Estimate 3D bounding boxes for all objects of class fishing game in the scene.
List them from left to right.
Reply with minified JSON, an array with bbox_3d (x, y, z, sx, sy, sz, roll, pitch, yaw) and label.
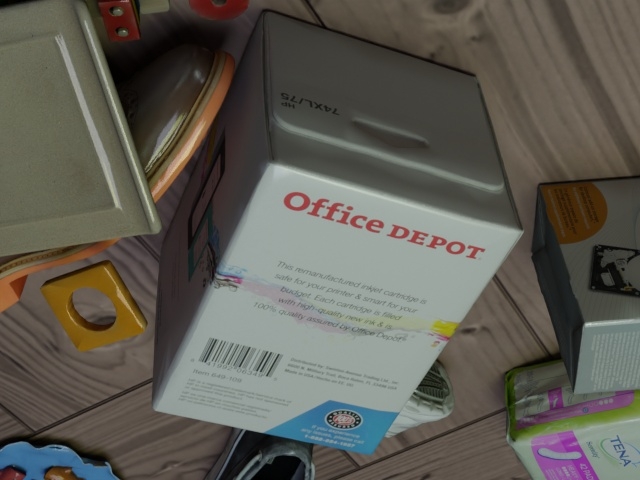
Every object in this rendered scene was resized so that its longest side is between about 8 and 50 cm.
[{"bbox_3d":[-0.300,0.283,1.312,0.264,0.041,0.189,29,126,-28],"label":"fishing game"}]

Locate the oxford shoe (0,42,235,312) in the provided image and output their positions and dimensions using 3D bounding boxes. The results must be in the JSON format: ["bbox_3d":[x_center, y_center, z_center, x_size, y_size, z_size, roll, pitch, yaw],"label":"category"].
[{"bbox_3d":[-0.224,-0.055,0.955,0.363,0.130,0.133,-34,119,22],"label":"oxford shoe"}]

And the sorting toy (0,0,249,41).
[{"bbox_3d":[-0.190,-0.189,0.858,0.274,0.046,0.132,-4,152,-1],"label":"sorting toy"}]

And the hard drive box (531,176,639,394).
[{"bbox_3d":[0.315,0.031,1.045,0.232,0.181,0.089,-5,131,-2],"label":"hard drive box"}]

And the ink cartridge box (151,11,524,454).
[{"bbox_3d":[0.000,0.000,0.974,0.198,0.197,0.270,15,129,-17],"label":"ink cartridge box"}]

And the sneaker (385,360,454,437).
[{"bbox_3d":[0.014,0.144,1.184,0.232,0.090,0.115,27,128,-25],"label":"sneaker"}]

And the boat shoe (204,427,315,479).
[{"bbox_3d":[-0.068,0.289,1.295,0.108,0.102,0.301,12,130,-15],"label":"boat shoe"}]

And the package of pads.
[{"bbox_3d":[0.354,0.196,1.230,0.296,0.101,0.229,-15,133,22],"label":"package of pads"}]

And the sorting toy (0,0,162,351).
[{"bbox_3d":[-0.219,-0.077,0.866,0.196,0.047,0.348,-6,117,18],"label":"sorting toy"}]
